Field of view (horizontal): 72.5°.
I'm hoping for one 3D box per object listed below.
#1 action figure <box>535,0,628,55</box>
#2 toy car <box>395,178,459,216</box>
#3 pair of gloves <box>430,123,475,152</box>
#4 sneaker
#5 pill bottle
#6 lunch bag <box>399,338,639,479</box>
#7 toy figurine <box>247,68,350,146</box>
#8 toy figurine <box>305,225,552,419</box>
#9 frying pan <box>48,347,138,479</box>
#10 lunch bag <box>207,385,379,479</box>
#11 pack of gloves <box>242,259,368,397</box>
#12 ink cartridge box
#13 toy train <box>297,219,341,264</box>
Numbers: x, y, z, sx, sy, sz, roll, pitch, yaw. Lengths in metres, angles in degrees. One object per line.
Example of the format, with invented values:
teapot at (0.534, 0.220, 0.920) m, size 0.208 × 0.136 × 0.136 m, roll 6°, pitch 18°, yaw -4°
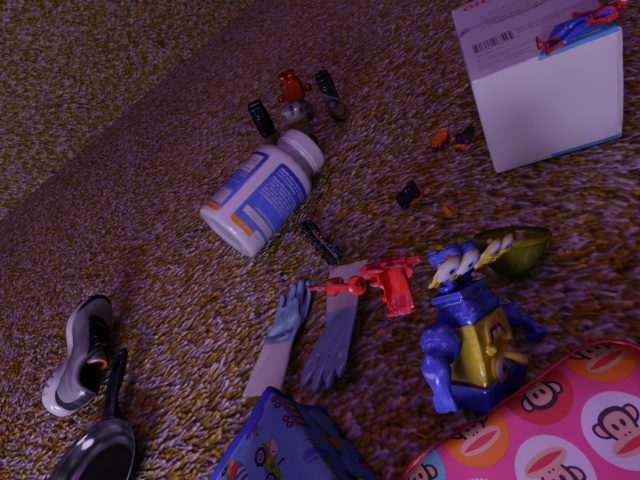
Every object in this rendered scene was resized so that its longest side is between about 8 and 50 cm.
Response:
action figure at (0.353, -0.292, 0.585) m, size 0.115 × 0.030 × 0.038 m, roll -25°, pitch 39°, yaw 11°
toy car at (0.193, -0.063, 0.790) m, size 0.041 × 0.060 × 0.122 m, roll -10°, pitch 43°, yaw -40°
pair of gloves at (0.266, -0.207, 0.882) m, size 0.083 × 0.010 × 0.074 m, roll 7°, pitch 55°, yaw 39°
sneaker at (-0.484, 0.230, 0.928) m, size 0.108 × 0.100 × 0.271 m, roll -23°, pitch 45°, yaw 15°
pill bottle at (-0.116, -0.110, 0.953) m, size 0.152 × 0.152 × 0.272 m, roll 23°, pitch 66°, yaw 46°
lunch bag at (0.239, 0.254, 0.366) m, size 0.293 × 0.120 × 0.258 m, roll -34°, pitch 40°, yaw 3°
toy figurine at (-0.056, -0.330, 1.139) m, size 0.210 × 0.148 × 0.213 m, roll 17°, pitch 60°, yaw 38°
toy figurine at (0.178, 0.111, 0.551) m, size 0.191 × 0.217 × 0.363 m, roll -15°, pitch -2°, yaw 44°
frying pan at (-0.402, 0.366, 0.772) m, size 0.197 × 0.053 × 0.326 m, roll -37°, pitch 38°, yaw -1°
lunch bag at (-0.063, 0.362, 0.489) m, size 0.293 × 0.138 × 0.221 m, roll -49°, pitch 43°, yaw -1°
pack of gloves at (-0.012, 0.153, 0.722) m, size 0.195 × 0.046 × 0.232 m, roll -19°, pitch 38°, yaw 37°
ink cartridge box at (0.362, -0.299, 0.756) m, size 0.198 × 0.197 × 0.270 m, roll -15°, pitch 45°, yaw 23°
toy train at (0.000, 0.000, 0.861) m, size 0.036 × 0.027 × 0.158 m, roll -30°, pitch 38°, yaw -9°
